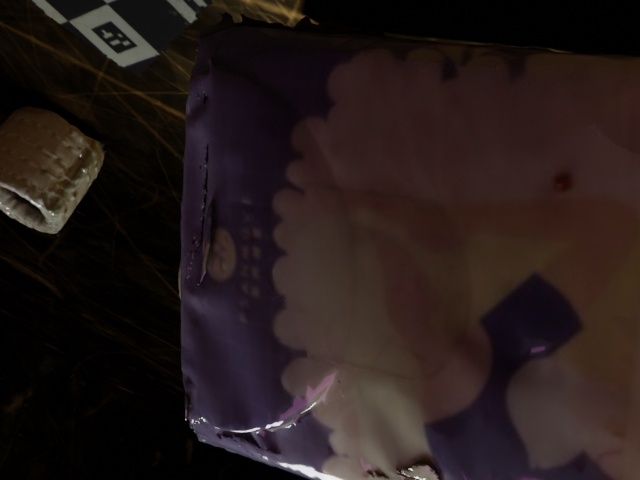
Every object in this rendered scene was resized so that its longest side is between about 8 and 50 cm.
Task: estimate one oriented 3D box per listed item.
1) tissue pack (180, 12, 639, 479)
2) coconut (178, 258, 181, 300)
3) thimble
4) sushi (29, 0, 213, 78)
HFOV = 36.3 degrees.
[{"bbox_3d":[0.093,0.021,0.477,0.344,0.242,0.125,12,-165,33],"label":"tissue pack"},{"bbox_3d":[-0.027,0.018,0.760,0.161,0.161,0.162,28,141,-7],"label":"coconut"},{"bbox_3d":[-0.266,-0.068,0.924,0.115,0.090,0.102,5,149,48],"label":"thimble"},{"bbox_3d":[-0.109,-0.197,0.464,0.192,0.043,0.279,34,153,-20],"label":"sushi"}]
